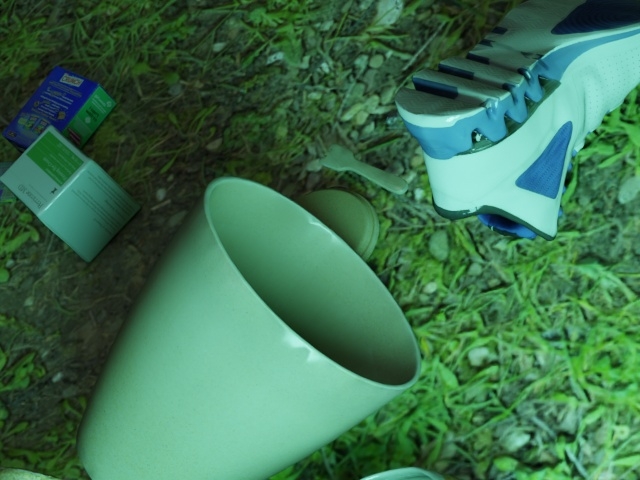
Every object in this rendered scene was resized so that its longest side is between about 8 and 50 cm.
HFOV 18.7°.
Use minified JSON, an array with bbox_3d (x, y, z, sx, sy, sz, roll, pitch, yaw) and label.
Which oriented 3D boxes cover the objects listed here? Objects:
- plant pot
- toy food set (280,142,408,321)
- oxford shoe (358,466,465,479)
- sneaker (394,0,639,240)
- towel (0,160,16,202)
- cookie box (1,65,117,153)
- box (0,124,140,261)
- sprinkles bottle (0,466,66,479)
[{"bbox_3d":[-0.092,0.127,1.782,0.274,0.256,0.256,-47,41,20],"label":"plant pot"},{"bbox_3d":[0.000,0.000,1.948,0.132,0.038,0.192,28,70,37],"label":"toy food set"},{"bbox_3d":[-0.033,0.316,1.654,0.449,0.130,0.169,-28,47,15],"label":"oxford shoe"},{"bbox_3d":[0.200,-0.106,1.828,0.315,0.182,0.127,-30,38,-32],"label":"sneaker"},{"bbox_3d":[-0.382,-0.067,2.278,0.083,0.009,0.060,-6,53,30],"label":"towel"},{"bbox_3d":[-0.304,-0.142,2.260,0.092,0.040,0.107,25,74,44],"label":"cookie box"},{"bbox_3d":[-0.274,-0.052,2.125,0.087,0.102,0.101,-48,45,-4],"label":"box"},{"bbox_3d":[-0.294,0.388,1.745,0.121,0.121,0.355,2,67,36],"label":"sprinkles bottle"}]
